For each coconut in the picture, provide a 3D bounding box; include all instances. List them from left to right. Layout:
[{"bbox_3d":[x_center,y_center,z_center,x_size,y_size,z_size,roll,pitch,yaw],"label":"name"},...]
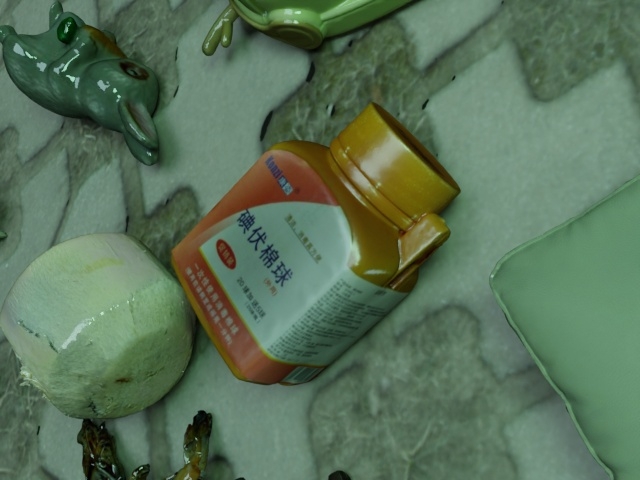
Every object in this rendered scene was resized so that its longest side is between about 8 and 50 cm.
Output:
[{"bbox_3d":[-0.216,0.073,0.666,0.183,0.171,0.171,35,98,28],"label":"coconut"}]

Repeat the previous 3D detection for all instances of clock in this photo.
[{"bbox_3d":[-0.015,-0.303,0.668,0.308,0.096,0.235,-25,68,26],"label":"clock"}]

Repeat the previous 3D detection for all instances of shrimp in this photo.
[{"bbox_3d":[-0.170,0.204,0.680,0.148,0.035,0.195,-46,40,0],"label":"shrimp"}]

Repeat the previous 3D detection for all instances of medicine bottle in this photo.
[{"bbox_3d":[0.000,0.000,0.581,0.222,0.112,0.149,-45,60,16],"label":"medicine bottle"}]

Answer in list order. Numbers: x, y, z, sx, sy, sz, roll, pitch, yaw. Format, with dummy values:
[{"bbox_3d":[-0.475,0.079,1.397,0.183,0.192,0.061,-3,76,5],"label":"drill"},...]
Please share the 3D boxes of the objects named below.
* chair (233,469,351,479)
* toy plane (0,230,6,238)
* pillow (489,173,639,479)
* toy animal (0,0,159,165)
[{"bbox_3d":[-0.034,0.351,0.499,0.186,0.160,0.319,-31,62,24],"label":"chair"},{"bbox_3d":[-0.487,-0.118,0.928,0.286,0.092,0.108,52,129,29],"label":"toy plane"},{"bbox_3d":[0.283,0.033,0.394,0.322,0.119,0.255,-37,62,22],"label":"pillow"},{"bbox_3d":[-0.247,-0.172,0.794,0.236,0.138,0.108,34,57,10],"label":"toy animal"}]
